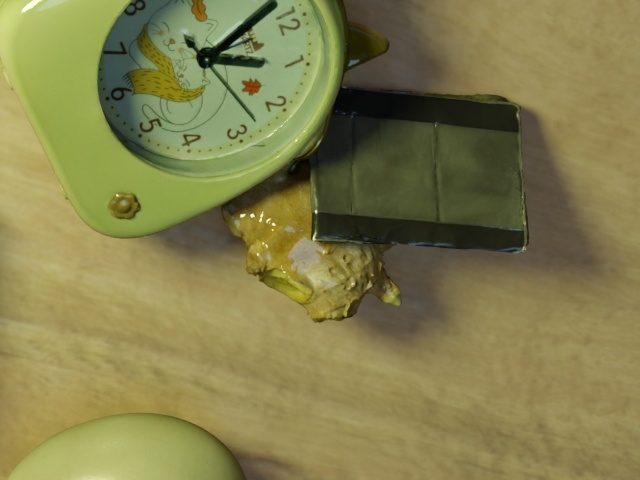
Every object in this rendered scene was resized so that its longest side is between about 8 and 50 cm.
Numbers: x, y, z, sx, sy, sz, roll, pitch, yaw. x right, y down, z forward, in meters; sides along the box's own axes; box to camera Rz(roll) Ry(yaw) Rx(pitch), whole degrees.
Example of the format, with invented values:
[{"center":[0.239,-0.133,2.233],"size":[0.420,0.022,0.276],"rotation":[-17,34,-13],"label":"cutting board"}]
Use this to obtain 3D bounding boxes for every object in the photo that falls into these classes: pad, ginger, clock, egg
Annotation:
[{"center":[0.097,-0.071,1.822],"size":[0.233,0.022,0.174],"rotation":[2,72,-16],"label":"pad"},{"center":[0.000,0.000,1.835],"size":[0.216,0.102,0.157],"rotation":[40,66,-15],"label":"ginger"},{"center":[-0.116,-0.179,1.717],"size":[0.348,0.117,0.286],"rotation":[-24,125,-4],"label":"clock"},{"center":[-0.198,0.269,1.832],"size":[0.254,0.188,0.188],"rotation":[3,107,-8],"label":"egg"}]
